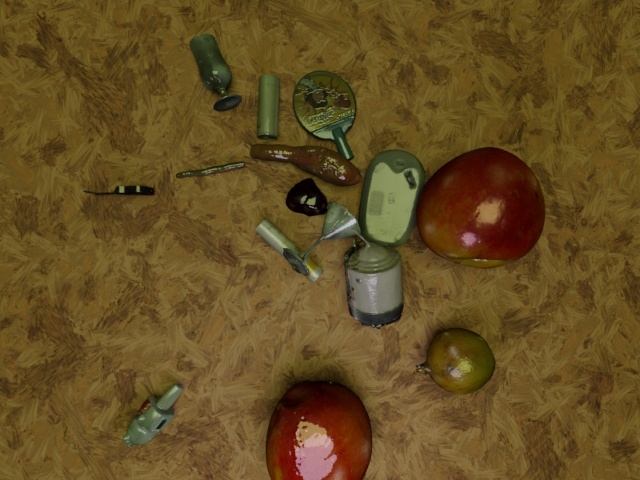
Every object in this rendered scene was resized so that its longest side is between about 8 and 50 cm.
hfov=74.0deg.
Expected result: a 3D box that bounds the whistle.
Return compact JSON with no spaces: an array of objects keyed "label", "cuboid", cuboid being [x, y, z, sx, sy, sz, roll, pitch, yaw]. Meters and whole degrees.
[{"label":"whistle","cuboid":[-0.537,0.562,1.366,0.106,0.102,0.253,40,89,2]}]

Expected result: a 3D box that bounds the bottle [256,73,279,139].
[{"label":"bottle","cuboid":[-0.174,-0.444,1.422,0.072,0.072,0.201,2,89,-3]}]

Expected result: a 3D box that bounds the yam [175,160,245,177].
[{"label":"yam","cuboid":[-0.370,-0.234,1.432,0.234,0.029,0.027,-11,62,-2]}]

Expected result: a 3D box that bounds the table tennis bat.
[{"label":"table tennis bat","cuboid":[0.031,-0.424,1.451,0.215,0.044,0.329,-23,88,-4]}]

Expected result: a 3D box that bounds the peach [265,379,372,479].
[{"label":"peach","cuboid":[-0.008,0.605,1.298,0.373,0.290,0.372,-1,95,-9]}]

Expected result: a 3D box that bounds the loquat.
[{"label":"loquat","cuboid":[0.432,0.395,1.376,0.246,0.213,0.213,-12,89,-2]}]

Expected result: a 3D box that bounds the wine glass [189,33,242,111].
[{"label":"wine glass","cuboid":[-0.348,-0.555,1.400,0.103,0.103,0.231,-22,87,-3]}]

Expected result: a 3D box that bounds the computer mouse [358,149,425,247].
[{"label":"computer mouse","cuboid":[0.234,-0.139,1.428,0.197,0.095,0.330,14,97,8]}]

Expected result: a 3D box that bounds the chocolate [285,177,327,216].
[{"label":"chocolate","cuboid":[-0.037,-0.147,1.419,0.149,0.080,0.125,18,88,-1]}]

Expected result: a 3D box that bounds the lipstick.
[{"label":"lipstick","cuboid":[-0.105,0.034,1.422,0.264,0.059,0.059,42,87,-1]}]

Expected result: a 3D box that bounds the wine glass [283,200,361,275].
[{"label":"wine glass","cuboid":[0.000,0.000,1.356,0.232,0.156,0.156,-42,91,-19]}]

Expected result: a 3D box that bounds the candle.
[{"label":"candle","cuboid":[0.162,0.098,1.321,0.187,0.187,0.330,-10,118,-3]}]

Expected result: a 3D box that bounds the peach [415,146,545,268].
[{"label":"peach","cuboid":[0.495,-0.104,1.316,0.388,0.388,0.388,0,89,-3]}]

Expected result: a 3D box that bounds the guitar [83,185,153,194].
[{"label":"guitar","cuboid":[-0.666,-0.163,1.395,0.233,0.088,0.025,1,89,6]}]

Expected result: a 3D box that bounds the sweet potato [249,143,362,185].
[{"label":"sweet potato","cuboid":[-0.041,-0.269,1.413,0.385,0.109,0.109,19,88,5]}]
